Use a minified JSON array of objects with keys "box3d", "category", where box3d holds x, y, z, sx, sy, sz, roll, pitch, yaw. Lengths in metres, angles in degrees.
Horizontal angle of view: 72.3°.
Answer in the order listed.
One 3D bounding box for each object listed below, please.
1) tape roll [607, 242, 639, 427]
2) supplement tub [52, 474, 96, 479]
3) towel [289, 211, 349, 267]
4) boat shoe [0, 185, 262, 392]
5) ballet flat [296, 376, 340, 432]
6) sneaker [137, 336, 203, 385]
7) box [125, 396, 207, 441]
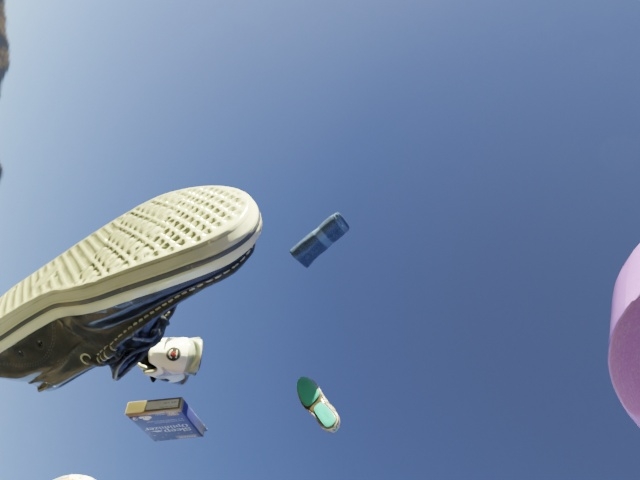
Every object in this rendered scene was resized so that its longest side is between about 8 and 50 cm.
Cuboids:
[{"box3d":[0.390,0.089,0.343,0.274,0.090,0.275,18,-51,24],"category":"tape roll"},{"box3d":[-0.598,0.672,1.028,0.316,0.193,0.194,-57,-133,45],"category":"supplement tub"},{"box3d":[0.000,0.000,0.823,0.119,0.067,0.029,-39,-116,2],"category":"towel"},{"box3d":[-0.262,0.079,0.571,0.499,0.156,0.187,-25,-151,24],"category":"boat shoe"},{"box3d":[-0.004,0.276,0.732,0.114,0.041,0.041,41,-70,49],"category":"ballet flat"},{"box3d":[-0.415,0.316,1.175,0.330,0.146,0.123,133,-40,-56],"category":"sneaker"},{"box3d":[-0.387,0.471,1.129,0.136,0.225,0.037,-7,-132,2],"category":"box"}]
